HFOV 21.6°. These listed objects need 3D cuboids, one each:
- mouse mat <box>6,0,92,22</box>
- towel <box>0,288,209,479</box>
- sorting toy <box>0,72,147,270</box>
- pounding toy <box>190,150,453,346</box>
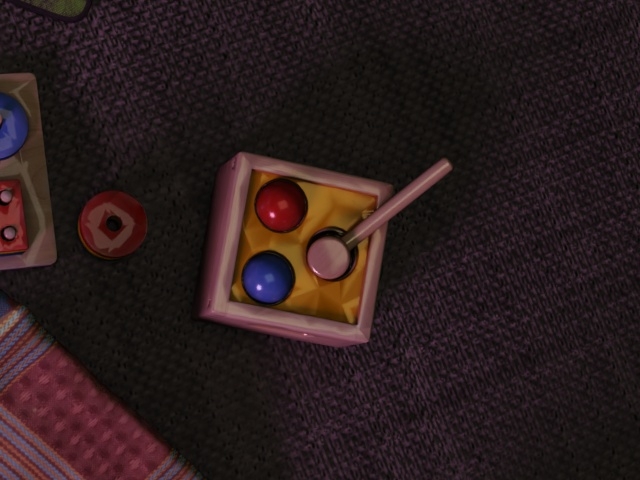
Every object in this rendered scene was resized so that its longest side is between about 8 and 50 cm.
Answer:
[{"bbox_3d":[-0.198,-0.251,1.111,0.152,0.007,0.190,20,109,-12],"label":"mouse mat"},{"bbox_3d":[-0.224,0.251,1.023,0.370,0.040,0.271,-52,124,-15],"label":"towel"},{"bbox_3d":[-0.253,-0.043,1.099,0.274,0.046,0.132,-6,85,-16],"label":"sorting toy"},{"bbox_3d":[0.000,0.000,1.136,0.141,0.100,0.130,12,81,-14],"label":"pounding toy"}]
